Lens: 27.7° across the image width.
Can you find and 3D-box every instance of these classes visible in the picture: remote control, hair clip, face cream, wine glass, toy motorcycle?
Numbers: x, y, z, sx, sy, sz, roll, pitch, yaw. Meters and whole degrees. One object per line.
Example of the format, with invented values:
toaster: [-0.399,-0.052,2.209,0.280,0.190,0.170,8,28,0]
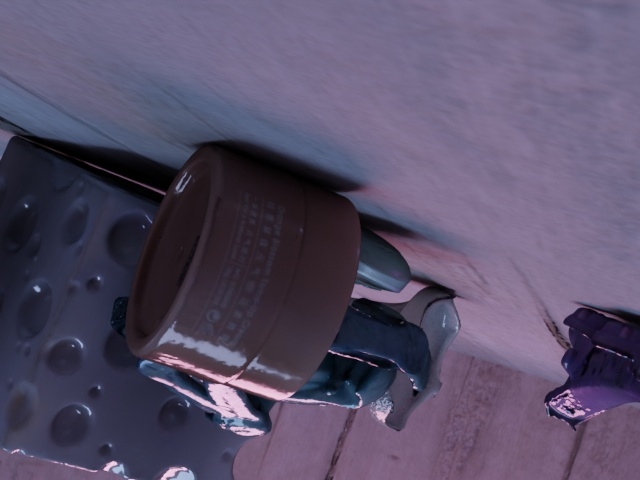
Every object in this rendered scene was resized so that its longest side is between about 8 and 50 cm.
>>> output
remote control: [-0.001,0.002,1.075,0.097,0.045,0.256,28,175,-25]
hair clip: [0.262,0.108,1.131,0.137,0.090,0.278,31,166,-4]
face cream: [-0.053,0.022,0.861,0.104,0.149,0.149,21,174,-20]
wine glass: [0.038,0.100,1.430,0.196,0.165,0.165,23,178,26]
toy motorcycle: [-0.032,0.082,1.057,0.260,0.154,0.206,20,159,-36]

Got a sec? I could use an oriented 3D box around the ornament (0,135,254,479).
ornament: [-0.190,0.071,1.213,0.240,0.239,0.239,22,-177,-37]
